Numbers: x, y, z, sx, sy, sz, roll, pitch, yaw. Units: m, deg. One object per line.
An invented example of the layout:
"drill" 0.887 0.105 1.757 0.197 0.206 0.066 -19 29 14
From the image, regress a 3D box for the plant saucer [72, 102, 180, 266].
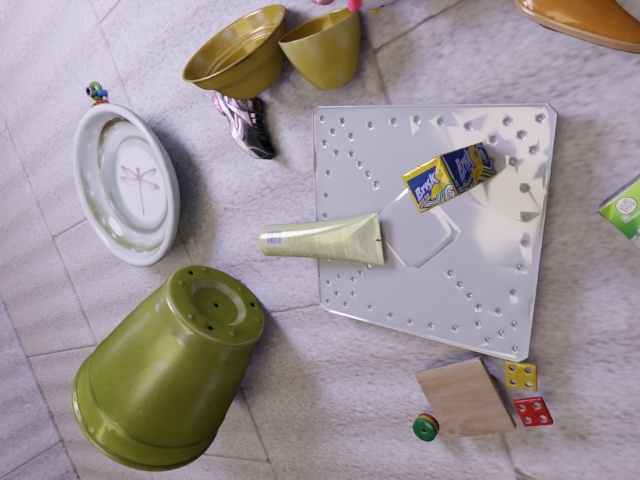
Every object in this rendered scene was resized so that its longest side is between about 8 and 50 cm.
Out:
"plant saucer" -0.464 -0.136 1.150 0.400 0.100 0.401 12 112 32

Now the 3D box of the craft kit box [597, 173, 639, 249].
"craft kit box" 0.516 -0.031 0.522 0.247 0.061 0.250 48 126 9

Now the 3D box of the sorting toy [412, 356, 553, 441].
"sorting toy" 0.264 0.269 0.807 0.274 0.046 0.132 -29 88 39

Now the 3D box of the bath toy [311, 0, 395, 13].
"bath toy" -0.011 -0.426 0.693 0.348 0.151 0.129 34 88 28

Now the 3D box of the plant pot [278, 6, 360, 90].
"plant pot" 0.011 -0.305 0.751 0.134 0.134 0.095 2 132 35

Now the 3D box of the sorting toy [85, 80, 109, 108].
"sorting toy" -0.585 -0.368 1.191 0.061 0.042 0.102 -35 84 38

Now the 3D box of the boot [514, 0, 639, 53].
"boot" 0.295 -0.365 0.531 0.295 0.104 0.211 39 125 23

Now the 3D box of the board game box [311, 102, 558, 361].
"board game box" 0.165 -0.026 0.774 0.389 0.050 0.391 10 111 32

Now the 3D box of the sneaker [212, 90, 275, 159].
"sneaker" -0.142 -0.243 0.907 0.077 0.072 0.178 -35 90 27

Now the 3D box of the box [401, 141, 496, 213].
"box" 0.175 -0.087 0.607 0.059 0.168 0.054 -27 89 38

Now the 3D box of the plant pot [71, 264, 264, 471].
"plant pot" -0.315 0.256 1.052 0.366 0.366 0.353 44 114 15

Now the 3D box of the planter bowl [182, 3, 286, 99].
"planter bowl" -0.134 -0.320 0.830 0.217 0.217 0.090 -1 142 36

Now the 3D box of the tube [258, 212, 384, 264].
"tube" 0.000 0.000 0.836 0.240 0.062 0.070 -1 149 30
